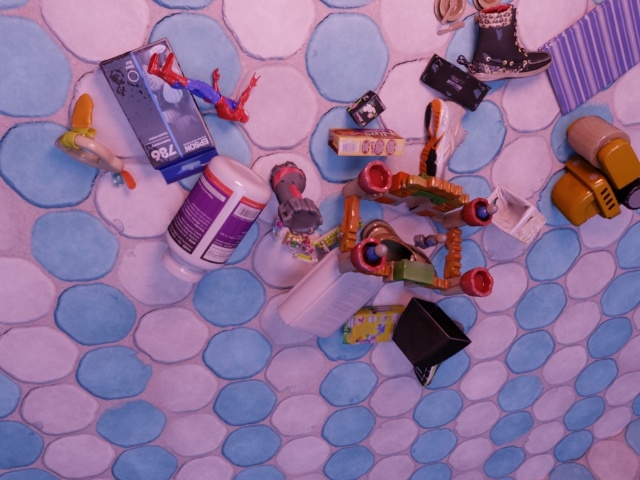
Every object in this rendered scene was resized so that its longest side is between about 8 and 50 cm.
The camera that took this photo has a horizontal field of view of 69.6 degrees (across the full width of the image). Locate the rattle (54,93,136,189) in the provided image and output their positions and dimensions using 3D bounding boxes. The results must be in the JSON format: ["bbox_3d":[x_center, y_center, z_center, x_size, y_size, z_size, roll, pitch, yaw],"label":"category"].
[{"bbox_3d":[-0.530,-0.234,1.139,0.130,0.143,0.199,-23,144,35],"label":"rattle"}]

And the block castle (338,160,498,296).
[{"bbox_3d":[0.282,-0.021,1.276,0.452,0.212,0.303,14,72,-24],"label":"block castle"}]

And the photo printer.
[{"bbox_3d":[0.048,0.154,1.409,0.307,0.107,0.256,-45,145,10],"label":"photo printer"}]

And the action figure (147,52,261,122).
[{"bbox_3d":[-0.251,-0.378,1.084,0.280,0.091,0.139,28,83,-55],"label":"action figure"}]

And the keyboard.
[{"bbox_3d":[0.371,-0.437,1.240,0.180,0.023,0.108,29,122,-5],"label":"keyboard"}]

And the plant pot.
[{"bbox_3d":[0.358,0.324,1.548,0.187,0.188,0.167,20,113,-48],"label":"plant pot"}]

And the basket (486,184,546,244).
[{"bbox_3d":[0.606,-0.080,1.449,0.103,0.167,0.113,25,108,-32],"label":"basket"}]

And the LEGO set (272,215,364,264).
[{"bbox_3d":[0.000,0.000,1.358,0.286,0.107,0.132,-2,117,-14],"label":"LEGO set"}]

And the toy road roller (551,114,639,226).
[{"bbox_3d":[0.840,-0.194,1.435,0.240,0.203,0.329,-36,122,18],"label":"toy road roller"}]

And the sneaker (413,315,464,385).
[{"bbox_3d":[0.442,0.418,1.698,0.121,0.111,0.300,8,116,-23],"label":"sneaker"}]

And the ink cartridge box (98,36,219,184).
[{"bbox_3d":[-0.377,-0.299,1.128,0.165,0.065,0.333,-23,121,-3],"label":"ink cartridge box"}]

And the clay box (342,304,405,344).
[{"bbox_3d":[0.181,0.291,1.589,0.221,0.053,0.128,0,118,-15],"label":"clay box"}]

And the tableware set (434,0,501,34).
[{"bbox_3d":[0.387,-0.619,1.178,0.194,0.039,0.128,-19,120,-4],"label":"tableware set"}]

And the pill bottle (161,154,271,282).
[{"bbox_3d":[-0.283,-0.050,1.214,0.181,0.181,0.323,30,106,-26],"label":"pill bottle"}]

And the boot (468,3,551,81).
[{"bbox_3d":[0.515,-0.528,1.221,0.236,0.085,0.179,-11,129,-5],"label":"boot"}]

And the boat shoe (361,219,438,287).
[{"bbox_3d":[0.258,0.065,1.454,0.324,0.120,0.123,35,104,-27],"label":"boat shoe"}]

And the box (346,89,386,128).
[{"bbox_3d":[0.122,-0.352,1.233,0.083,0.062,0.052,-38,121,6],"label":"box"}]

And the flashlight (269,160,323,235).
[{"bbox_3d":[-0.062,-0.110,1.171,0.103,0.304,0.103,-43,120,8],"label":"flashlight"}]

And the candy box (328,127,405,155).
[{"bbox_3d":[0.124,-0.267,1.251,0.186,0.109,0.053,-3,117,-13],"label":"candy box"}]

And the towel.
[{"bbox_3d":[0.809,-0.560,1.331,0.336,0.040,0.243,-37,122,8],"label":"towel"}]

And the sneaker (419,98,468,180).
[{"bbox_3d":[0.365,-0.271,1.324,0.120,0.099,0.263,-7,120,-16],"label":"sneaker"}]
